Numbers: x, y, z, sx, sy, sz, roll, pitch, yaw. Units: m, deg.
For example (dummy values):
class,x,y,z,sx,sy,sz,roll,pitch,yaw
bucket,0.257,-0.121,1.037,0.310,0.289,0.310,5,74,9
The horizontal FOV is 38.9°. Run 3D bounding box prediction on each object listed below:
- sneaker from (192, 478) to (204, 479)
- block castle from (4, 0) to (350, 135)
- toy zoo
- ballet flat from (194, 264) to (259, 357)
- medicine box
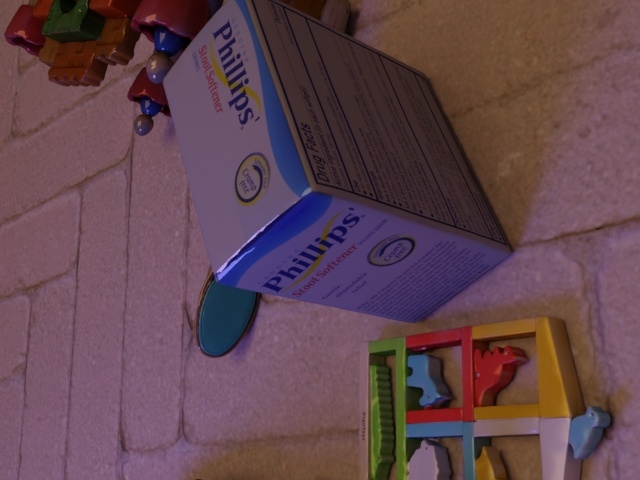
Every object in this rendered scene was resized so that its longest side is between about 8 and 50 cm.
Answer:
class,x,y,z,sx,sy,sz,roll,pitch,yaw
sneaker,-0.217,0.389,1.001,0.447,0.257,0.169,167,93,-67
block castle,-0.207,-0.266,1.227,0.453,0.303,0.213,11,81,48
toy zoo,0.152,0.182,0.902,0.293,0.030,0.193,-15,68,44
ballet flat,-0.116,0.043,1.222,0.073,0.080,0.232,-168,95,-77
medicine box,0.015,-0.078,0.931,0.149,0.289,0.264,-42,51,32
